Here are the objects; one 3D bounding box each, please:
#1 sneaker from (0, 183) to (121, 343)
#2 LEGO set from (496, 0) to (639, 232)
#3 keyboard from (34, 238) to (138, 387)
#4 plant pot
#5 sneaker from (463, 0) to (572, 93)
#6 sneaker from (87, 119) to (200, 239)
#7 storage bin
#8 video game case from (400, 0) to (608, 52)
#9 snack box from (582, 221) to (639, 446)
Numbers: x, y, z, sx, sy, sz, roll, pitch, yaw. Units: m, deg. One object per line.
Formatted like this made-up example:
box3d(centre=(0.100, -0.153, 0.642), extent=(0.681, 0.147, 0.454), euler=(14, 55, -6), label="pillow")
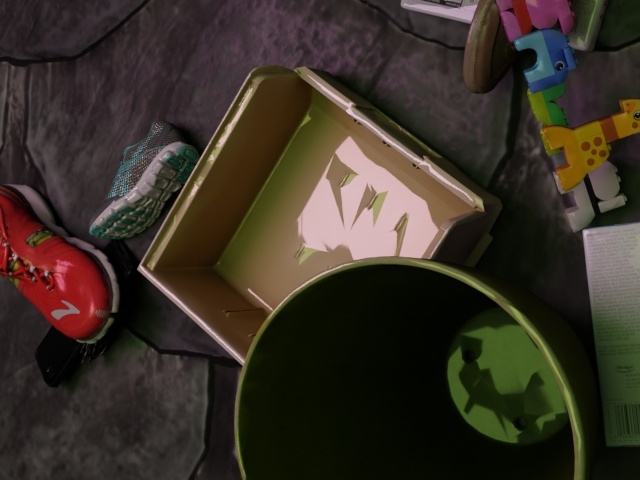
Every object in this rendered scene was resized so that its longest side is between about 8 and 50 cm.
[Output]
box3d(centre=(-0.338, 0.025, 1.357), extent=(0.279, 0.118, 0.107), euler=(37, 106, 33), label="sneaker")
box3d(centre=(0.231, -0.120, 1.019), extent=(0.093, 0.087, 0.227), euler=(-19, 103, 8), label="LEGO set")
box3d(centre=(-0.263, 0.096, 1.385), extent=(0.192, 0.038, 0.100), euler=(-53, 43, 20), label="keyboard")
box3d(centre=(0.121, 0.137, 0.991), extent=(0.275, 0.293, 0.274), euler=(2, 95, 27), label="plant pot")
box3d(centre=(0.188, -0.214, 1.066), extent=(0.071, 0.066, 0.188), euler=(25, 104, 24), label="sneaker")
box3d(centre=(-0.203, -0.068, 1.336), extent=(0.166, 0.065, 0.076), euler=(-41, 54, 20), label="sneaker")
box3d(centre=(0.000, 0.000, 1.170), extent=(0.262, 0.123, 0.260), euler=(40, 109, 25), label="storage bin")
box3d(centre=(0.187, -0.287, 1.119), extent=(0.201, 0.023, 0.183), euler=(20, 100, 30), label="video game case")
box3d(centre=(0.378, 0.063, 0.940), extent=(0.322, 0.060, 0.187), euler=(-7, 85, 31), label="snack box")
